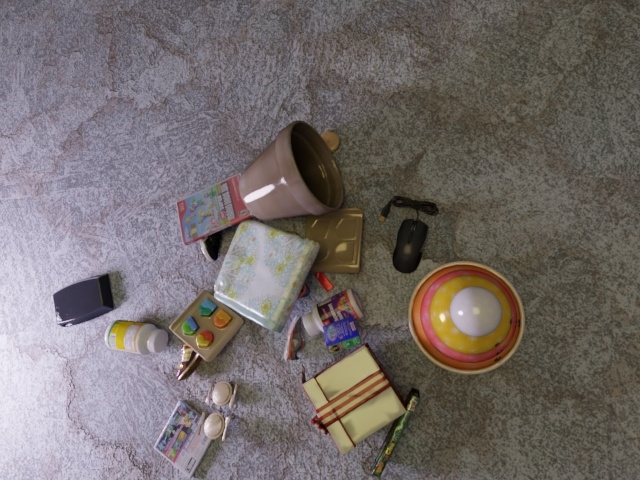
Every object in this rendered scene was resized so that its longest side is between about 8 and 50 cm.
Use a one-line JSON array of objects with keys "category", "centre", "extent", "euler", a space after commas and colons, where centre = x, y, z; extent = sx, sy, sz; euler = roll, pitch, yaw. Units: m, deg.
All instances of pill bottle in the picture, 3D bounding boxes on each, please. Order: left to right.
[{"category": "pill bottle", "centre": [-0.690, 0.367, 1.642], "extent": [0.208, 0.117, 0.118], "euler": [4, 82, 16]}, {"category": "pill bottle", "centre": [0.041, 0.248, 1.468], "extent": [0.193, 0.108, 0.108], "euler": [-28, 75, 9]}]

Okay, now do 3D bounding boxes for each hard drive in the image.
[{"category": "hard drive", "centre": [-0.975, 0.244, 1.774], "extent": [0.254, 0.054, 0.172], "euler": [-19, 76, 11]}]

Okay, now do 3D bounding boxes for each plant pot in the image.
[{"category": "plant pot", "centre": [-0.118, -0.204, 1.512], "extent": [0.280, 0.323, 0.324], "euler": [-23, 75, 27]}]

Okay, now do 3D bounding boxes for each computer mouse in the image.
[{"category": "computer mouse", "centre": [0.276, -0.032, 1.477], "extent": [0.183, 0.060, 0.262], "euler": [20, 86, 17]}]

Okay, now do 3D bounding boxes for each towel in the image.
[{"category": "towel", "centre": [-0.203, 0.106, 1.506], "extent": [0.374, 0.090, 0.321], "euler": [19, 85, 40]}]

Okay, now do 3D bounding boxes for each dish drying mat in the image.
[{"category": "dish drying mat", "centre": [0.011, 0.143, 1.547], "extent": [0.032, 0.008, 0.083], "euler": [-41, 73, 4]}]

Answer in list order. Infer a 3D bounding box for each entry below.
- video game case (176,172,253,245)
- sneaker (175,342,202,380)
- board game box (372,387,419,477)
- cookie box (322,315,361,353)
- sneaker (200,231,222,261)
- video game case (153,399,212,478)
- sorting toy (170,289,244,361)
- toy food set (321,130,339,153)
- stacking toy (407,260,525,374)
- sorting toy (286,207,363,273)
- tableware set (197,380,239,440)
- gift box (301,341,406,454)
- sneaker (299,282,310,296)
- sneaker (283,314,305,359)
[{"category": "video game case", "centre": [-0.401, -0.120, 1.634], "extent": [0.285, 0.025, 0.204], "euler": [-23, 60, 6]}, {"category": "sneaker", "centre": [-0.485, 0.425, 1.605], "extent": [0.083, 0.069, 0.186], "euler": [32, 81, 17]}, {"category": "board game box", "centre": [0.235, 0.586, 1.342], "extent": [0.030, 0.136, 0.260], "euler": [28, 88, 11]}, {"category": "cookie box", "centre": [0.068, 0.300, 1.385], "extent": [0.107, 0.040, 0.092], "euler": [-20, 35, 5]}, {"category": "sneaker", "centre": [-0.392, -0.036, 1.650], "extent": [0.121, 0.079, 0.217], "euler": [-18, 75, 13]}, {"category": "video game case", "centre": [-0.488, 0.717, 1.577], "extent": [0.183, 0.023, 0.202], "euler": [29, 90, 18]}, {"category": "sorting toy", "centre": [-0.416, 0.306, 1.588], "extent": [0.208, 0.038, 0.193], "euler": [34, 69, 16]}, {"category": "toy food set", "centre": [0.030, -0.366, 1.622], "extent": [0.083, 0.020, 0.083], "euler": [25, 88, 17]}, {"category": "stacking toy", "centre": [0.401, 0.208, 1.182], "extent": [0.350, 0.480, 0.351], "euler": [-3, 80, 15]}, {"category": "sorting toy", "centre": [0.000, 0.000, 1.563], "extent": [0.306, 0.041, 0.229], "euler": [1, 81, 19]}, {"category": "tableware set", "centre": [-0.352, 0.599, 1.539], "extent": [0.128, 0.039, 0.194], "euler": [-2, 64, 28]}, {"category": "gift box", "centre": [0.085, 0.465, 1.353], "extent": [0.258, 0.255, 0.276], "euler": [-34, 72, 0]}, {"category": "sneaker", "centre": [-0.132, 0.172, 1.545], "extent": [0.221, 0.087, 0.083], "euler": [8, 76, 34]}, {"category": "sneaker", "centre": [-0.083, 0.342, 1.523], "extent": [0.064, 0.061, 0.158], "euler": [14, 85, -10]}]
